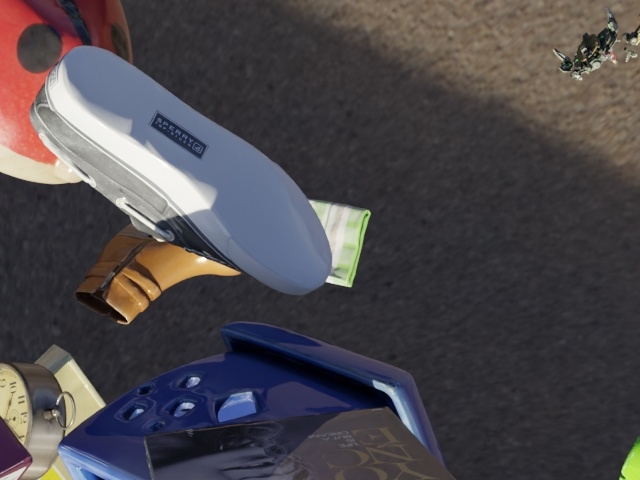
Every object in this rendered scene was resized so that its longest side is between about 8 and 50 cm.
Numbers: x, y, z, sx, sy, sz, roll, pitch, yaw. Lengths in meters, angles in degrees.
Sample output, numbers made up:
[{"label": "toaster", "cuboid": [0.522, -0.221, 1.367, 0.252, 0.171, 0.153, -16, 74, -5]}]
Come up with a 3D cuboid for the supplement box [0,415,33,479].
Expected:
[{"label": "supplement box", "cuboid": [-0.156, 0.091, 0.528, 0.043, 0.083, 0.055, -25, 72, -45]}]

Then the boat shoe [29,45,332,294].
[{"label": "boat shoe", "cuboid": [-0.127, -0.044, 1.206, 0.301, 0.102, 0.108, 36, 46, -13]}]

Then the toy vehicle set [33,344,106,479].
[{"label": "toy vehicle set", "cuboid": [-0.361, 0.271, 1.596, 0.267, 0.035, 0.166, -46, 134, -24]}]

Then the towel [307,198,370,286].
[{"label": "towel", "cuboid": [0.000, 0.000, 1.882, 0.023, 0.152, 0.113, 15, 86, -42]}]

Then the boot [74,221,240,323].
[{"label": "boot", "cuboid": [-0.198, 0.047, 1.697, 0.197, 0.073, 0.152, 11, 45, 31]}]

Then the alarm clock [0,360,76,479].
[{"label": "alarm clock", "cuboid": [-0.314, 0.193, 1.457, 0.064, 0.192, 0.129, 9, 72, -41]}]

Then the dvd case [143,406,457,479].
[{"label": "dvd case", "cuboid": [-0.013, 0.139, 0.783, 0.164, 0.221, 0.018, -5, 100, -11]}]

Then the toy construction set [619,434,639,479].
[{"label": "toy construction set", "cuboid": [0.212, 0.014, 0.541, 0.151, 0.328, 0.215, 16, 36, 33]}]

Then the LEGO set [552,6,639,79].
[{"label": "LEGO set", "cuboid": [0.182, -0.121, 0.866, 0.023, 0.083, 0.054, 34, 92, -24]}]

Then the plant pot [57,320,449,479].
[{"label": "plant pot", "cuboid": [-0.027, 0.206, 1.071, 0.212, 0.236, 0.236, -41, 127, -30]}]

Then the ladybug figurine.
[{"label": "ladybug figurine", "cuboid": [-0.334, -0.257, 1.396, 0.305, 0.162, 0.449, -14, 65, -51]}]
